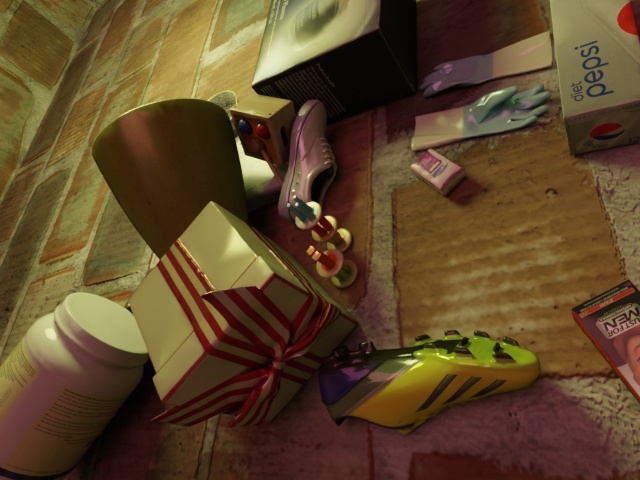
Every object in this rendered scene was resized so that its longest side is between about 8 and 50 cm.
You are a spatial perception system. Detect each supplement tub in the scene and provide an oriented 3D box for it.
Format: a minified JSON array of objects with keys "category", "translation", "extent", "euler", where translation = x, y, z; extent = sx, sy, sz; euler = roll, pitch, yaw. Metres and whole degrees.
[{"category":"supplement tub","translation":[-0.516,0.292,0.861],"extent":[0.324,0.235,0.235],"euler":[-53,47,-1]}]

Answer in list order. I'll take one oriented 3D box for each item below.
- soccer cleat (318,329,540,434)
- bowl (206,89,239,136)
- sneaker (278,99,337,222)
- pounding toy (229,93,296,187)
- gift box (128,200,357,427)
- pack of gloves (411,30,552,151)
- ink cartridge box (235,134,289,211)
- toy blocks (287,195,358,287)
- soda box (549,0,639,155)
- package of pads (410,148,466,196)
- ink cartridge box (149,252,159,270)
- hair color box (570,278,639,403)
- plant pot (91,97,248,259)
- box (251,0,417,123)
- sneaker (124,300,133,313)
[{"category":"soccer cleat","translation":[0.134,0.191,0.562],"extent":[0.290,0.093,0.121],"euler":[-13,88,26]},{"category":"bowl","translation":[-0.257,-0.301,1.124],"extent":[0.170,0.080,0.170],"euler":[-18,55,28]},{"category":"sneaker","translation":[-0.009,-0.156,0.852],"extent":[0.092,0.094,0.257],"euler":[7,83,26]},{"category":"pounding toy","translation":[-0.107,-0.204,0.873],"extent":[0.130,0.141,0.100],"euler":[21,53,31]},{"category":"gift box","translation":[-0.135,0.123,0.662],"extent":[0.255,0.276,0.258],"euler":[-53,48,6]},{"category":"pack of gloves","translation":[0.269,-0.266,0.739],"extent":[0.232,0.046,0.194],"euler":[-6,62,34]},{"category":"ink cartridge box","translation":[-0.158,-0.168,0.995],"extent":[0.224,0.045,0.223],"euler":[-18,55,26]},{"category":"toy blocks","translation":[0.000,0.000,0.711],"extent":[0.054,0.148,0.123],"euler":[-25,52,24]},{"category":"soda box","translation":[0.395,-0.270,0.616],"extent":[0.098,0.091,0.286],"euler":[-7,61,33]},{"category":"package of pads","translation":[0.196,-0.115,0.713],"extent":[0.050,0.032,0.083],"euler":[-43,47,4]},{"category":"ink cartridge box","translation":[-0.315,0.019,0.991],"extent":[0.151,0.063,0.109],"euler":[-14,57,30]},{"category":"hair color box","translation":[0.346,0.120,0.456],"extent":[0.072,0.043,0.141],"euler":[-34,50,15]},{"category":"plant pot","translation":[-0.255,-0.072,0.839],"extent":[0.275,0.275,0.293],"euler":[-28,79,21]},{"category":"box","translation":[0.037,-0.429,0.915],"extent":[0.294,0.183,0.296],"euler":[-11,59,30]},{"category":"sneaker","translation":[-0.361,0.119,0.973],"extent":[0.192,0.064,0.086],"euler":[-14,49,29]}]
